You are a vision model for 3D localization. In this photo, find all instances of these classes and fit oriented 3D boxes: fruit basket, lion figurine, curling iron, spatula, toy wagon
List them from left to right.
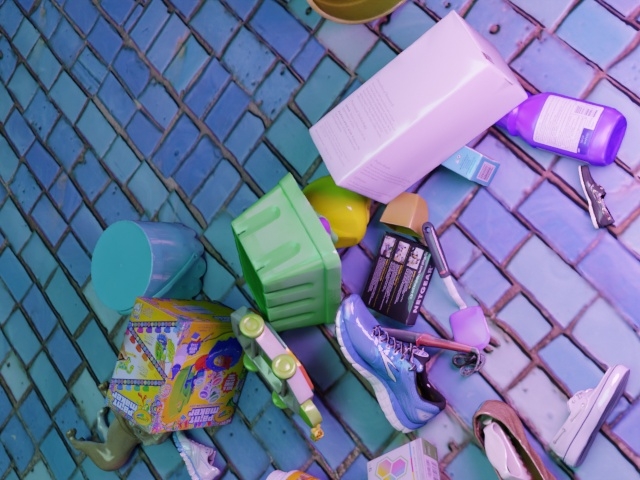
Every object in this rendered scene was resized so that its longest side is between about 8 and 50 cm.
[{"bbox_3d":[-0.542,0.526,2.334,0.240,0.142,0.392,51,128,20],"label":"lion figurine"},{"bbox_3d":[-0.091,0.310,1.969,0.068,0.267,0.344,-35,71,-18],"label":"toy wagon"},{"bbox_3d":[0.000,0.000,1.923,0.392,0.392,0.283,-41,63,24],"label":"fruit basket"},{"bbox_3d":[0.222,0.229,1.849,0.274,0.035,0.068,16,95,24],"label":"curling iron"},{"bbox_3d":[0.282,0.097,1.833,0.084,0.030,0.296,-23,89,30],"label":"spatula"}]

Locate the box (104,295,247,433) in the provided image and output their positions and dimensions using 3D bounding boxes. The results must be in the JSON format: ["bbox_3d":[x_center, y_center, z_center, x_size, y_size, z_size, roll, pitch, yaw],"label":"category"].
[{"bbox_3d":[-0.333,0.301,2.102,0.177,0.290,0.279,23,98,34],"label":"box"}]

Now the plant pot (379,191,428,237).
[{"bbox_3d":[0.195,-0.062,1.908,0.081,0.081,0.083,13,80,35],"label":"plant pot"}]

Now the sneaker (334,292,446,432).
[{"bbox_3d":[0.157,0.244,1.821,0.147,0.130,0.330,-32,97,30],"label":"sneaker"}]

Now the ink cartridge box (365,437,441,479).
[{"bbox_3d":[0.158,0.521,1.845,0.209,0.062,0.109,-33,39,28],"label":"ink cartridge box"}]

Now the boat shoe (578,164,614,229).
[{"bbox_3d":[0.543,-0.090,1.685,0.042,0.049,0.133,-21,75,26],"label":"boat shoe"}]

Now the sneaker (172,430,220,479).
[{"bbox_3d":[-0.317,0.550,2.209,0.083,0.071,0.191,-33,54,-8],"label":"sneaker"}]

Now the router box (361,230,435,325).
[{"bbox_3d":[0.177,0.085,1.920,0.133,0.046,0.179,24,98,34],"label":"router box"}]

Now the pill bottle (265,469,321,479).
[{"bbox_3d":[-0.028,0.601,1.957,0.215,0.117,0.117,12,91,35],"label":"pill bottle"}]

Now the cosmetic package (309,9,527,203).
[{"bbox_3d":[0.196,-0.256,1.725,0.385,0.217,0.156,-38,63,20],"label":"cosmetic package"}]

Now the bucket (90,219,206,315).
[{"bbox_3d":[-0.466,0.075,2.288,0.281,0.183,0.281,-5,82,36],"label":"bucket"}]

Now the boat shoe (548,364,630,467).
[{"bbox_3d":[0.507,0.326,1.636,0.076,0.083,0.226,33,104,32],"label":"boat shoe"}]

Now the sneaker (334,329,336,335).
[{"bbox_3d":[0.094,0.247,1.951,0.161,0.057,0.075,13,86,33],"label":"sneaker"}]

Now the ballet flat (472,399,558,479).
[{"bbox_3d":[0.396,0.468,1.672,0.116,0.124,0.342,-38,65,26],"label":"ballet flat"}]

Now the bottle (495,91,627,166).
[{"bbox_3d":[0.466,-0.238,1.728,0.283,0.092,0.118,22,94,35],"label":"bottle"}]

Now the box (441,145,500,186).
[{"bbox_3d":[0.262,-0.201,1.861,0.244,0.100,0.060,33,103,33],"label":"box"}]

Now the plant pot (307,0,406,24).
[{"bbox_3d":[0.032,-0.744,1.968,0.366,0.366,0.353,-53,47,18],"label":"plant pot"}]
